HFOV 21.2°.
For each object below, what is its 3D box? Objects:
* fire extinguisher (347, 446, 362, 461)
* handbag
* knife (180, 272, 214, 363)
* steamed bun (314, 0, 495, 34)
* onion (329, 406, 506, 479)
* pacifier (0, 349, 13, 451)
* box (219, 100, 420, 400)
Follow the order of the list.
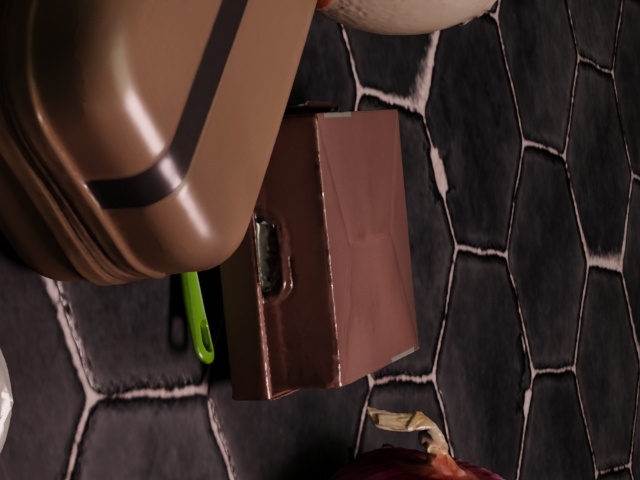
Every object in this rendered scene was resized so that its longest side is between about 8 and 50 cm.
[{"bbox_3d":[0.051,0.222,1.454,0.132,0.039,0.056,44,39,-54],"label":"fire extinguisher"},{"bbox_3d":[-0.124,-0.154,1.019,0.283,0.149,0.302,56,41,-43],"label":"handbag"},{"bbox_3d":[-0.088,0.005,1.208,0.078,0.022,0.166,12,76,-66],"label":"knife"},{"bbox_3d":[0.019,-0.273,1.232,0.177,0.283,0.283,-26,119,-15],"label":"steamed bun"},{"bbox_3d":[0.094,0.254,1.342,0.207,0.200,0.200,54,40,-57],"label":"onion"},{"bbox_3d":[-0.230,0.060,0.710,0.227,0.207,0.279,-24,109,-81],"label":"pacifier"},{"bbox_3d":[0.000,0.000,1.297,0.215,0.086,0.215,-13,98,-70],"label":"box"}]
